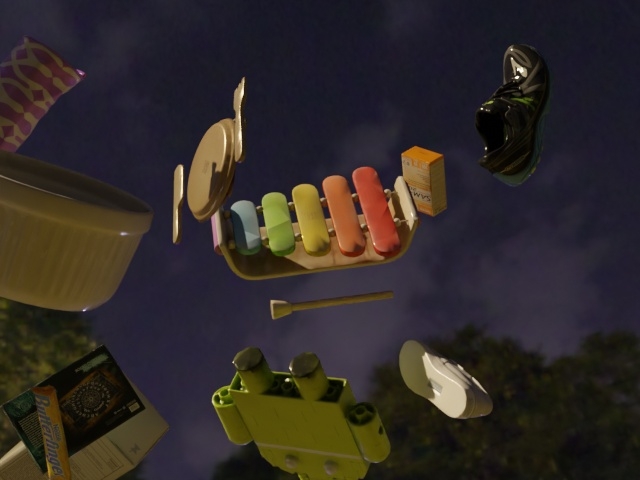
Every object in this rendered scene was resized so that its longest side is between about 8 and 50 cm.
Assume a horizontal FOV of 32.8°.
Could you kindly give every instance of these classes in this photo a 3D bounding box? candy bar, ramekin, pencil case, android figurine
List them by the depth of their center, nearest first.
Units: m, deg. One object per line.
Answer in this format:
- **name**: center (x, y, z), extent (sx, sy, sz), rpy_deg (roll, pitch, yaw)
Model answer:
- **ramekin**: center (-0.274, -0.011, 1.046), extent (0.207, 0.207, 0.109), rpy_deg (15, -82, -31)
- **pencil case**: center (-0.357, -0.133, 1.231), extent (0.206, 0.086, 0.088), rpy_deg (-53, -48, -5)
- **candy bar**: center (-0.366, 0.268, 1.484), extent (0.040, 0.018, 0.161), rpy_deg (2, -70, 21)
- **android figurine**: center (-0.024, 0.255, 1.496), extent (0.248, 0.056, 0.272), rpy_deg (4, -45, 24)

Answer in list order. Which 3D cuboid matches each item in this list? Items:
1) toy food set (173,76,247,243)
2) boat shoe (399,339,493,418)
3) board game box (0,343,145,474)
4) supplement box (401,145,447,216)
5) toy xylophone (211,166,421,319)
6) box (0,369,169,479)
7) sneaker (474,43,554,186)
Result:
- **toy food set**: center (-0.115, -0.083, 1.258), extent (0.039, 0.132, 0.192), rpy_deg (16, -38, -25)
- **boat shoe**: center (0.177, 0.195, 1.536), extent (0.063, 0.184, 0.066), rpy_deg (13, -82, -31)
- **board game box**: center (-0.386, 0.262, 1.705), extent (0.186, 0.126, 0.026), rpy_deg (-31, -4, -26)
- **supplement box**: center (0.167, -0.095, 1.749), extent (0.036, 0.062, 0.098), rpy_deg (-31, -53, -34)
- **toy xylophone**: center (0.000, 0.000, 1.653), extent (0.323, 0.236, 0.081), rpy_deg (-13, -47, -11)
- **box**: center (-0.423, 0.365, 1.907), extent (0.311, 0.121, 0.148), rpy_deg (-34, -83, 36)
- **sneaker**: center (0.223, -0.156, 1.273), extent (0.078, 0.188, 0.067), rpy_deg (21, -26, -19)
